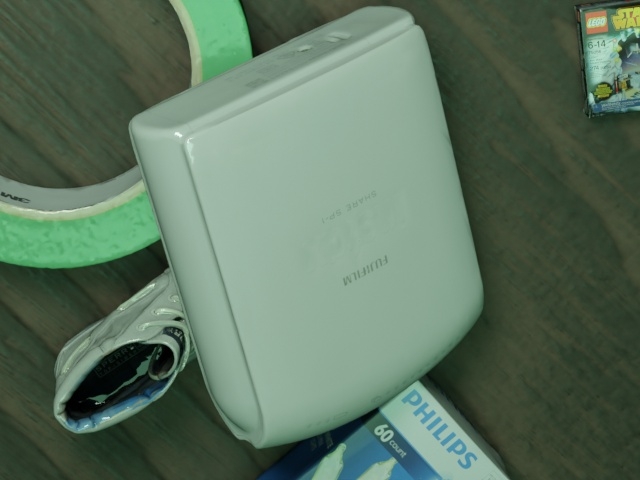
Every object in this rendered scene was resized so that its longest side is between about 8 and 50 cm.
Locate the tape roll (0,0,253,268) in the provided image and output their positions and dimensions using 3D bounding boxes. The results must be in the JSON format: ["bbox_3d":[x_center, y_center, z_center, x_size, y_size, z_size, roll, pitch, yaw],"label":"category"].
[{"bbox_3d":[-0.215,-0.140,1.526,0.321,0.077,0.321,-1,106,-4],"label":"tape roll"}]

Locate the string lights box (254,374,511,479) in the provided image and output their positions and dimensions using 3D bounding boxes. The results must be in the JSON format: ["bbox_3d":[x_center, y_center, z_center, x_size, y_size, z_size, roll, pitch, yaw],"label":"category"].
[{"bbox_3d":[0.023,0.235,1.649,0.259,0.077,0.133,-41,103,8],"label":"string lights box"}]

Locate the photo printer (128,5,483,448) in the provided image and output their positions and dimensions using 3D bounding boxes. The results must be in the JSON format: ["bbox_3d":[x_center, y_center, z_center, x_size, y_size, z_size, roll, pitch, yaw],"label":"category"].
[{"bbox_3d":[0.000,0.000,1.508,0.256,0.107,0.308,-28,117,-28],"label":"photo printer"}]

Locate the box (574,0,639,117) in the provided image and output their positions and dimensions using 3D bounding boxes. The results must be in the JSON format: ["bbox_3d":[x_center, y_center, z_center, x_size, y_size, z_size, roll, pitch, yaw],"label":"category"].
[{"bbox_3d":[0.284,-0.158,1.580,0.137,0.027,0.094,-9,105,-1],"label":"box"}]

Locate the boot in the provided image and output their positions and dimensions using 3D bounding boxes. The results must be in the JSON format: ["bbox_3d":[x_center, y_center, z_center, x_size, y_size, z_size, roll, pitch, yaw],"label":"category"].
[{"bbox_3d":[-0.111,0.072,1.568,0.258,0.123,0.095,-37,105,7],"label":"boot"}]
